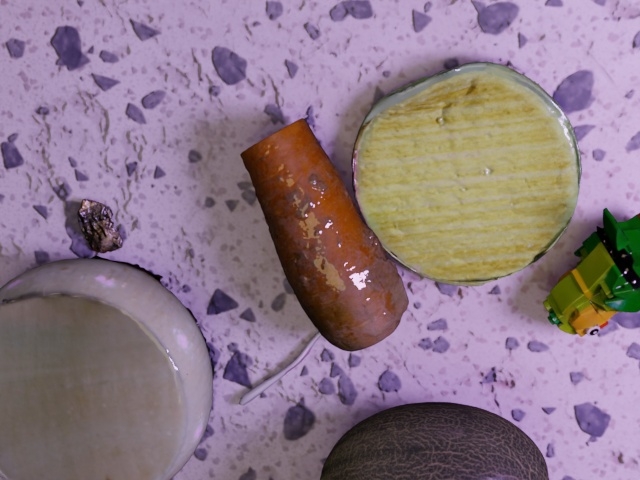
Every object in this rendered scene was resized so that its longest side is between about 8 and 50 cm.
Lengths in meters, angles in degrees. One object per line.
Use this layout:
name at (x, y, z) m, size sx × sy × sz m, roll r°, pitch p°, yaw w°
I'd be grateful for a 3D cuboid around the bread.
bread at (0.189, -0.082, 1.711) m, size 0.301 × 0.045 × 0.301 m, roll 4°, pitch 109°, yaw 11°

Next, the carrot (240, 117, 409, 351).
carrot at (0.000, 0.000, 1.724) m, size 0.138 × 0.139 × 0.302 m, roll -29°, pitch 97°, yaw 16°

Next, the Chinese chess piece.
Chinese chess piece at (-0.318, 0.194, 1.826) m, size 0.349 × 0.146 × 0.349 m, roll 3°, pitch 108°, yaw 9°

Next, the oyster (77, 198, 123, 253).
oyster at (-0.305, -0.020, 1.825) m, size 0.054 × 0.019 × 0.083 m, roll -19°, pitch 102°, yaw 15°

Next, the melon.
melon at (0.146, 0.329, 1.739) m, size 0.301 × 0.237 × 0.237 m, roll 0°, pitch 107°, yaw 10°

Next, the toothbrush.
toothbrush at (-0.038, 0.165, 1.838) m, size 0.204 × 0.017 × 0.022 m, roll -39°, pitch 78°, yaw 17°

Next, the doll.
doll at (0.360, 0.046, 1.682) m, size 0.134 × 0.106 × 0.186 m, roll 7°, pitch 132°, yaw -34°
